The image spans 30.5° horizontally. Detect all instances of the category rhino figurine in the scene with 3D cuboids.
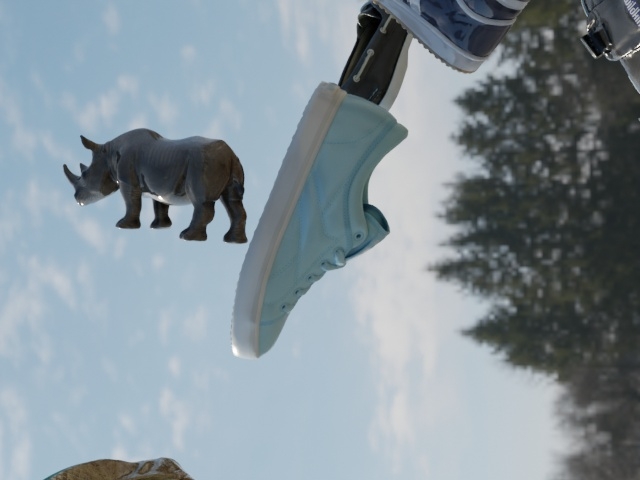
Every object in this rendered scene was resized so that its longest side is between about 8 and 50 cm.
[{"bbox_3d":[-0.179,-0.064,1.237,0.073,0.243,0.106,-4,-78,-58],"label":"rhino figurine"}]

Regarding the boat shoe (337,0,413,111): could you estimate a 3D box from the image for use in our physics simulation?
[{"bbox_3d":[0.102,-0.344,1.900,0.114,0.091,0.303,-38,33,56],"label":"boat shoe"}]

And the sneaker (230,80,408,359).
[{"bbox_3d":[0.000,0.000,1.436,0.135,0.150,0.366,-53,-16,-71],"label":"sneaker"}]

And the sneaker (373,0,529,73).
[{"bbox_3d":[0.110,-0.324,1.295,0.153,0.282,0.099,-45,11,42],"label":"sneaker"}]

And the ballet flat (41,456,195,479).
[{"bbox_3d":[-0.152,0.209,0.921,0.206,0.067,0.073,2,-71,-64],"label":"ballet flat"}]

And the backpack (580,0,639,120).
[{"bbox_3d":[0.354,-0.209,0.958,0.225,0.191,0.253,59,168,11],"label":"backpack"}]
